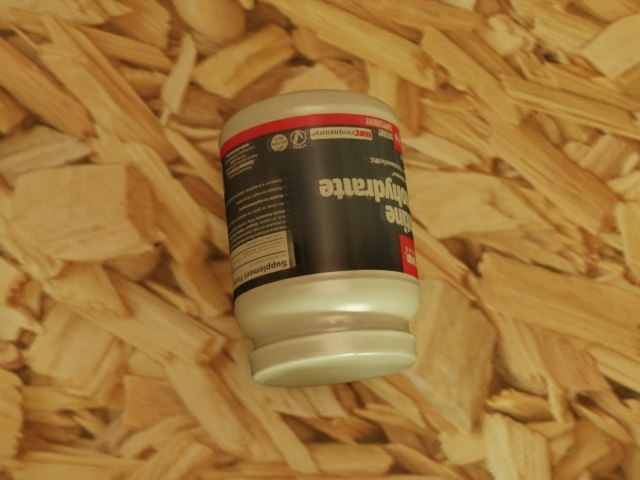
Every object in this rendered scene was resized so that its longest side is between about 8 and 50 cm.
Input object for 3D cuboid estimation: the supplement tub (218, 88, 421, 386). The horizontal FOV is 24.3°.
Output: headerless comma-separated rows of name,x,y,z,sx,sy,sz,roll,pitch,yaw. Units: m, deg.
supplement tub,0.000,0.000,1.514,0.191,0.191,0.272,-4,75,-9
